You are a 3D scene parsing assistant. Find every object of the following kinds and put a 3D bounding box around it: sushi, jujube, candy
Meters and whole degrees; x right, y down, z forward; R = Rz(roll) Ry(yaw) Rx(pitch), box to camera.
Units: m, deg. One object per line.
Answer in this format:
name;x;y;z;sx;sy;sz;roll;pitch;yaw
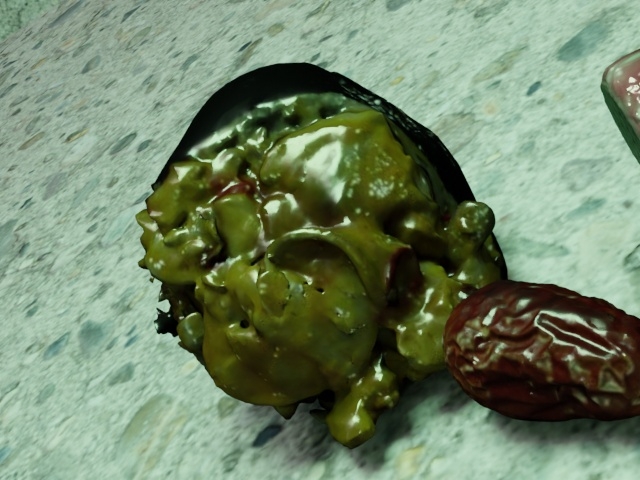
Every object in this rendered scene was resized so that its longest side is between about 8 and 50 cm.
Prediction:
sushi;-0.003;0.006;0.830;0.200;0.213;0.204;-57;8;8
jujube;0.120;0.059;0.691;0.129;0.077;0.077;8;49;51
candy;0.199;-0.062;0.769;0.043;0.103;0.103;-30;24;7
